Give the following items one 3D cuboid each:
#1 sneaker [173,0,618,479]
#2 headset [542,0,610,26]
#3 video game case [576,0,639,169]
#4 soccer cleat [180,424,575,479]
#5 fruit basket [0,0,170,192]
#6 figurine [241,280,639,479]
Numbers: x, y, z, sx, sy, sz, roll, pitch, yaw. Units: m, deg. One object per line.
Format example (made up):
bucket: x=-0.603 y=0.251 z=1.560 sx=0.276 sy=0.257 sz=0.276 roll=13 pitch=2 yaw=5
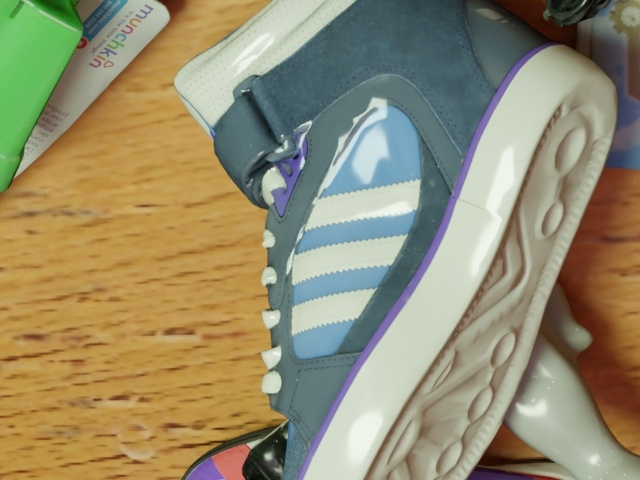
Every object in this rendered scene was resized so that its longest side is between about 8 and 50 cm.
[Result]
sneaker: x=0.000 y=0.000 z=1.096 sx=0.236 sy=0.130 sz=0.323 roll=30 pitch=100 yaw=31
headset: x=-0.013 y=-0.224 z=0.974 sx=0.394 sy=0.243 sz=0.185 roll=12 pitch=122 yaw=-12
video game case: x=0.236 y=-0.132 z=1.074 sx=0.193 sy=0.023 sz=0.212 roll=5 pitch=118 yaw=11
soccer cleat: x=0.058 y=0.188 z=1.226 sx=0.318 sy=0.116 sz=0.109 roll=6 pitch=119 yaw=10
fruit basket: x=-0.314 y=-0.089 z=1.114 sx=0.327 sy=0.165 sz=0.353 roll=25 pitch=131 yaw=-36
figurine: x=0.100 y=0.148 z=1.139 sx=0.215 sy=0.092 sz=0.209 roll=-40 pitch=72 yaw=4
